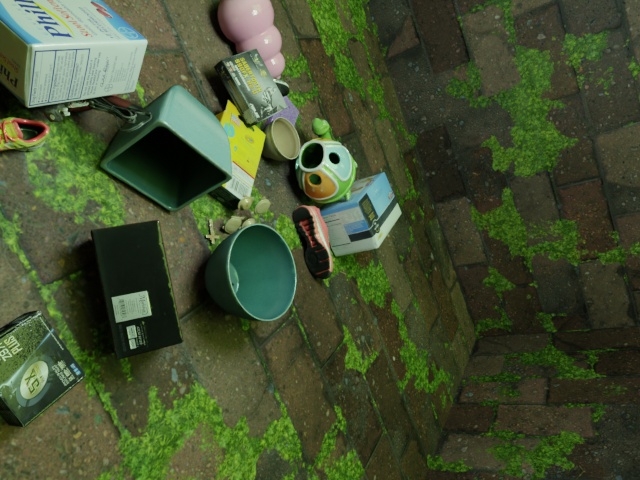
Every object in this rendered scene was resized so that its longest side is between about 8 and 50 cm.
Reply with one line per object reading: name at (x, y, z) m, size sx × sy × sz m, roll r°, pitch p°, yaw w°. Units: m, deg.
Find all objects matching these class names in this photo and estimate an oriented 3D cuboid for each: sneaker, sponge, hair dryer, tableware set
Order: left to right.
sneaker at (-0.683, -0.228, 0.959) m, size 0.208 × 0.094 × 0.081 m, roll -33°, pitch 108°, yaw -52°
hair dryer at (-0.539, -0.339, 1.128) m, size 0.224 × 0.080 × 0.293 m, roll 5°, pitch 38°, yaw -21°
tableware set at (-0.246, -0.085, 1.508) m, size 0.020 × 0.168 × 0.141 m, roll 44°, pitch 16°, yaw 28°
sneaker at (-0.232, -0.547, 1.715) m, size 0.283 × 0.107 × 0.124 m, roll -11°, pitch 92°, yaw -46°
sponge at (-0.155, -0.499, 1.856) m, size 0.117 × 0.031 × 0.210 m, roll 45°, pitch 46°, yaw -37°
sneaker at (0.000, 0.000, 1.840) m, size 0.136 × 0.116 × 0.313 m, roll -23°, pitch 98°, yaw -57°

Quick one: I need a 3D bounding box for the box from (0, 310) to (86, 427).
box at (-0.606, 0.259, 0.922) m, size 0.147 × 0.078 × 0.180 m, roll -45°, pitch 116°, yaw -50°

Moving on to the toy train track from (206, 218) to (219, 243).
toy train track at (-0.349, -0.027, 1.441) m, size 0.048 × 0.014 × 0.083 m, roll 6°, pitch 68°, yaw -47°

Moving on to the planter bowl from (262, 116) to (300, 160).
planter bowl at (-0.170, -0.374, 1.725) m, size 0.162 × 0.109 × 0.162 m, roll 24°, pitch 60°, yaw -49°

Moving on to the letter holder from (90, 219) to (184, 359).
letter holder at (-0.462, 0.119, 1.137) m, size 0.152 × 0.214 × 0.301 m, roll -11°, pitch 89°, yaw -24°

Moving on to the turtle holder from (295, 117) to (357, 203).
turtle holder at (0.023, -0.320, 1.826) m, size 0.320 × 0.243 × 0.227 m, roll -64°, pitch 151°, yaw -7°

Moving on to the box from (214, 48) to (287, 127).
box at (-0.238, -0.535, 1.579) m, size 0.183 × 0.056 × 0.231 m, roll -42°, pitch 109°, yaw -43°

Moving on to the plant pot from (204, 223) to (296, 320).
plant pot at (-0.240, 0.110, 1.388) m, size 0.290 × 0.196 × 0.290 m, roll 23°, pitch 60°, yaw -49°

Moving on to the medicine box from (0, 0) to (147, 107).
medicine box at (-0.599, -0.454, 1.007) m, size 0.263 × 0.149 × 0.289 m, roll 42°, pitch 36°, yaw 7°

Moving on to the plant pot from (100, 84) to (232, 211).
plant pot at (-0.405, -0.279, 1.258) m, size 0.247 × 0.248 × 0.252 m, roll 39°, pitch 38°, yaw -42°

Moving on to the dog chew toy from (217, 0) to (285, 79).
dog chew toy at (-0.239, -0.755, 1.684) m, size 0.331 × 0.207 × 0.206 m, roll 62°, pitch 36°, yaw -33°

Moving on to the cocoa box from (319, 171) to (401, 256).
cocoa box at (0.179, -0.122, 2.029) m, size 0.347 × 0.232 × 0.227 m, roll -48°, pitch 118°, yaw -50°

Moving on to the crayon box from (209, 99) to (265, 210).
crayon box at (-0.304, -0.288, 1.530) m, size 0.202 × 0.081 × 0.318 m, roll 40°, pitch 49°, yaw -42°
